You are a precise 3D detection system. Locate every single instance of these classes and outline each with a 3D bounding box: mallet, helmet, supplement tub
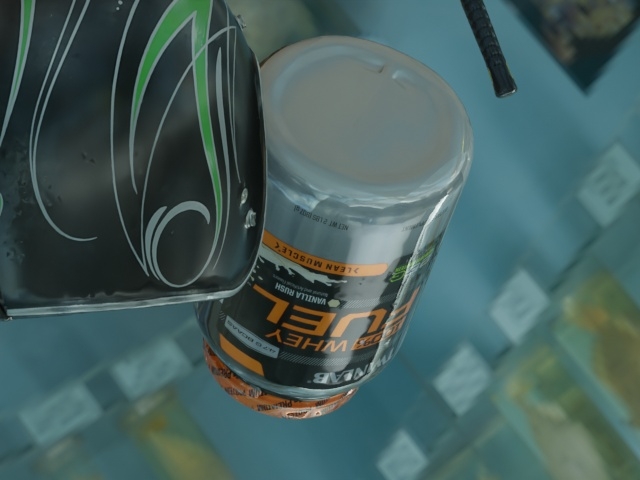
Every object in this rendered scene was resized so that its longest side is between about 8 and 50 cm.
[{"bbox_3d":[0.082,-0.180,1.219,0.039,0.190,0.062,-22,168,4],"label":"mallet"},{"bbox_3d":[-0.104,-0.051,0.827,0.169,0.161,0.169,-4,-179,0],"label":"helmet"},{"bbox_3d":[0.000,0.000,0.986,0.117,0.117,0.190,-27,151,-32],"label":"supplement tub"}]
